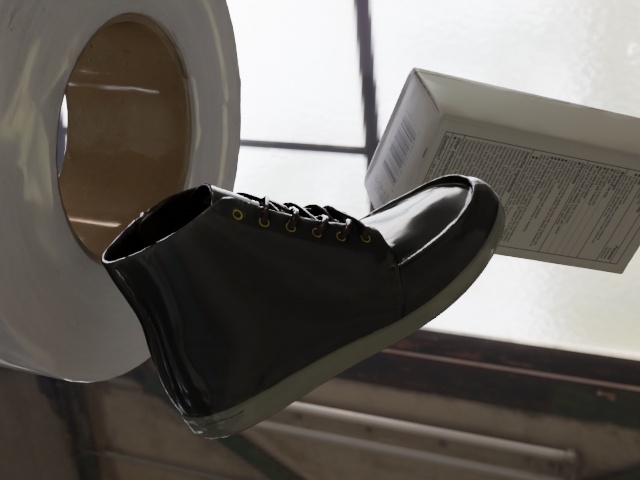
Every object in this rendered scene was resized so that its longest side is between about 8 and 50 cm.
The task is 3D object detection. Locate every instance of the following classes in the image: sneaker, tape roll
[{"bbox_3d":[0.000,0.000,0.580,0.222,0.083,0.118,-34,-66,-19],"label":"sneaker"},{"bbox_3d":[-0.152,-0.062,0.643,0.286,0.100,0.286,7,-90,-68],"label":"tape roll"}]

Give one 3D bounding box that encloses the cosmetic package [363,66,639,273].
[{"bbox_3d":[0.224,-0.072,1.193,0.113,0.310,0.160,-112,38,-50],"label":"cosmetic package"}]
